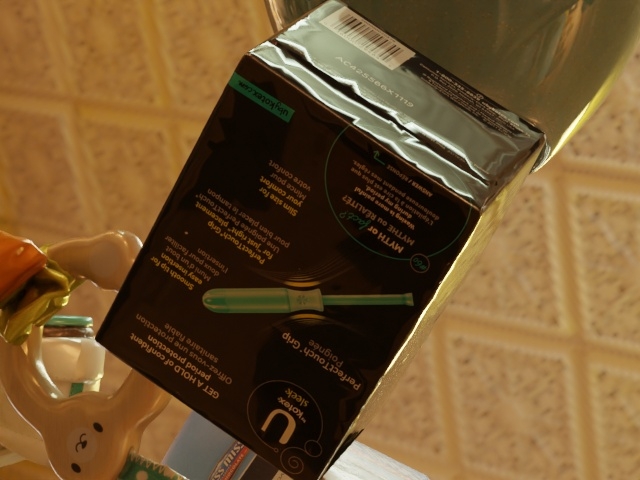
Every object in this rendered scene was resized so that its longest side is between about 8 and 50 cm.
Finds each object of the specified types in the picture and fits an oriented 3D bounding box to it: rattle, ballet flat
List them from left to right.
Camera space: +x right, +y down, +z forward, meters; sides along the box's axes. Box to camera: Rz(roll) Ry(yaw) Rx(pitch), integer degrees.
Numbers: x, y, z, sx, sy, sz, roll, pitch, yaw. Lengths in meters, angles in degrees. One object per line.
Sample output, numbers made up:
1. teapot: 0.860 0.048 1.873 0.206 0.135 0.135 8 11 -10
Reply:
1. ballet flat: -0.319 0.119 1.565 0.400 0.139 0.139 0 -69 46
2. rattle: -0.145 0.092 1.127 0.130 0.143 0.199 -9 -99 8

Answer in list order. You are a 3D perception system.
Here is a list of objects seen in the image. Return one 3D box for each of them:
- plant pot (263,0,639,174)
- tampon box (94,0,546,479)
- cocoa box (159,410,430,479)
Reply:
1. plant pot: 0.090 -0.148 1.308 0.290 0.290 0.195 -27 -129 50
2. tampon box: 0.000 0.000 0.853 0.120 0.101 0.161 35 -60 8
3. cocoa box: -0.043 0.321 1.463 0.347 0.231 0.228 -59 -151 4
